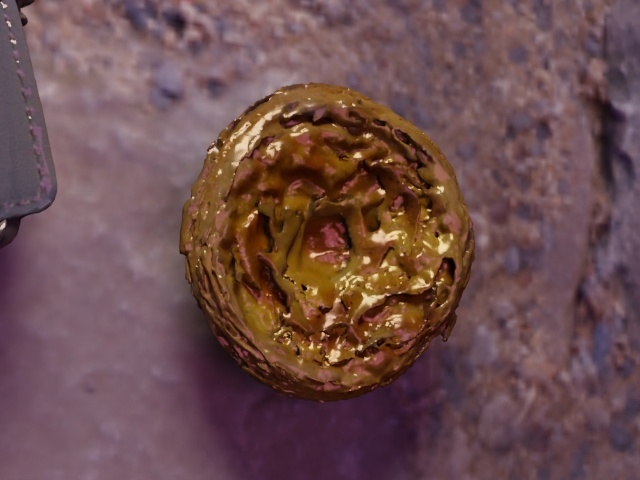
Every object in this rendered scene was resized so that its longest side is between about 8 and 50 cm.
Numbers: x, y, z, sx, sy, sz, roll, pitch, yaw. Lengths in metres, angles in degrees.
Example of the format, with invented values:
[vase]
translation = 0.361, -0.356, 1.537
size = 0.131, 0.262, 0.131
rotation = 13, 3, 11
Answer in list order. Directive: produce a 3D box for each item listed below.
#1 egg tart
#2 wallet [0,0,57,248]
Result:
[egg tart]
translation = 0.000, 0.000, 0.528
size = 0.128, 0.049, 0.129
rotation = 3, 83, -22
[wallet]
translation = -0.180, -0.103, 0.428
size = 0.170, 0.069, 0.231
rotation = -9, 90, -23
